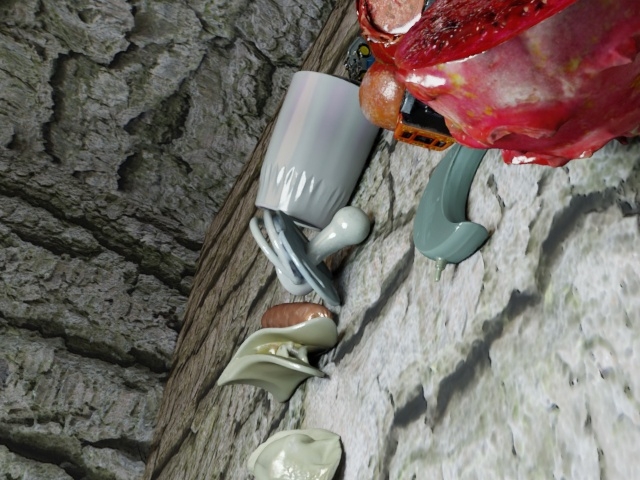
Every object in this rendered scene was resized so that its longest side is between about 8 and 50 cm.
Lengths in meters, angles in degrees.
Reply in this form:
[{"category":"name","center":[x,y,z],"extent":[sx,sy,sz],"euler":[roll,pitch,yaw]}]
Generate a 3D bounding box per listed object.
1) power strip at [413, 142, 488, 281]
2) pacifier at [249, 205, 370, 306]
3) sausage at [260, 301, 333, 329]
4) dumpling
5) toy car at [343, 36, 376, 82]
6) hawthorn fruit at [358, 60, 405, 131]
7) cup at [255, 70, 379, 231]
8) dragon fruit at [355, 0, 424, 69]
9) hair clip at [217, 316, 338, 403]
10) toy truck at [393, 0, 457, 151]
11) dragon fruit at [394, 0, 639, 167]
[{"category":"power strip","center":[0.215,-0.045,1.167],"extent":[0.167,0.054,0.253],"euler":[-51,21,48]},{"category":"pacifier","center":[0.000,0.000,1.564],"extent":[0.233,0.244,0.299],"euler":[-32,23,5]},{"category":"sausage","center":[-0.068,0.189,1.677],"extent":[0.433,0.088,0.087],"euler":[-22,46,68]},{"category":"dumpling","center":[-0.034,0.392,1.247],"extent":[0.166,0.126,0.216],"euler":[-43,-2,-22]},{"category":"toy car","center":[0.129,-0.468,2.002],"extent":[0.097,0.100,0.191],"euler":[148,124,-62]},{"category":"hawthorn fruit","center":[0.169,-0.320,1.517],"extent":[0.172,0.173,0.172],"euler":[-56,18,30]},{"category":"cup","center":[-0.009,-0.225,1.786],"extent":[0.371,0.253,0.253],"euler":[-68,16,-4]},{"category":"dragon fruit","center":[0.211,-0.445,1.318],"extent":[0.295,0.296,0.302],"euler":[-61,-8,16]},{"category":"hair clip","center":[-0.072,0.247,1.488],"extent":[0.282,0.173,0.113],"euler":[-31,45,48]},{"category":"toy truck","center":[0.189,-0.275,1.121],"extent":[0.114,0.108,0.252],"euler":[124,160,-78]},{"category":"dragon fruit","center":[0.289,-0.233,0.817],"extent":[0.386,0.249,0.371],"euler":[-37,24,1]}]
